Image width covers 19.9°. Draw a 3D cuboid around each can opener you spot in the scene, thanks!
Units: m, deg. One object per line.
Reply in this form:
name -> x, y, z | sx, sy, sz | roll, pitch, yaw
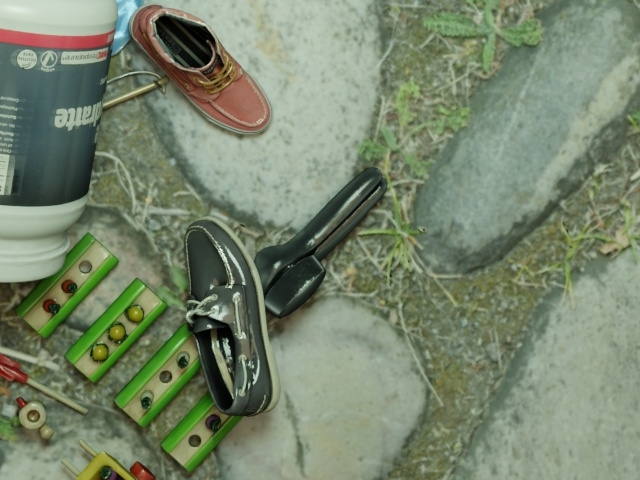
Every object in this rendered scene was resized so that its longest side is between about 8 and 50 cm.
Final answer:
can opener -> 0.000, 0.000, 1.847 | 0.073, 0.059, 0.186 | 40, 78, 17

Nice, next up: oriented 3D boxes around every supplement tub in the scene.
supplement tub -> -0.300, -0.116, 1.701 | 0.191, 0.191, 0.272 | 9, 108, -9

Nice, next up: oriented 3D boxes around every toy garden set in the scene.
toy garden set -> -0.212, 0.150, 1.827 | 0.244, 0.049, 0.204 | 44, 88, -10

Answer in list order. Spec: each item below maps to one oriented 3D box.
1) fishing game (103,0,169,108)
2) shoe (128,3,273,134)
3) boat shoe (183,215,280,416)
fishing game -> -0.266, -0.245, 1.790 | 0.189, 0.041, 0.264 | -19, 97, -9
shoe -> -0.110, -0.164, 1.789 | 0.178, 0.081, 0.063 | 41, 85, -19
boat shoe -> -0.098, 0.076, 1.806 | 0.065, 0.075, 0.206 | -11, 82, -49
